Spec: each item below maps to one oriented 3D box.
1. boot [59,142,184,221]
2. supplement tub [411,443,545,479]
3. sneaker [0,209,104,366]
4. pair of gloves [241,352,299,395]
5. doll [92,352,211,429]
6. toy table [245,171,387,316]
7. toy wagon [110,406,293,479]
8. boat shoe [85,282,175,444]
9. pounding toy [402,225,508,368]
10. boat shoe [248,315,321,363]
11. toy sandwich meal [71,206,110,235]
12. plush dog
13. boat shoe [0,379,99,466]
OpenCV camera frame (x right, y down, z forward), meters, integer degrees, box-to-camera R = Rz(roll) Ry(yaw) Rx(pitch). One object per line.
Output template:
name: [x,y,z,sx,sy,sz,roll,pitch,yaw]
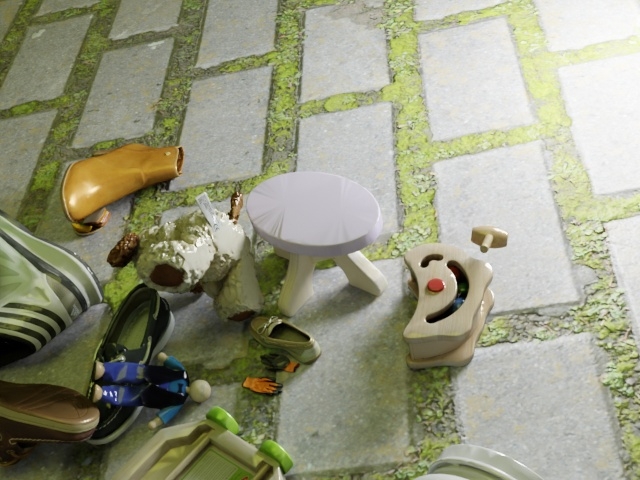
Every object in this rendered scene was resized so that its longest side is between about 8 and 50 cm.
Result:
boot: [-0.404,-0.135,1.965,0.211,0.104,0.295,-4,27,10]
supplement tub: [0.144,0.418,1.081,0.228,0.228,0.316,17,51,34]
sneaker: [-0.652,0.086,1.786,0.447,0.169,0.257,20,52,33]
pair of gloves: [-0.083,0.220,1.550,0.074,0.010,0.083,11,48,30]
doll: [-0.272,0.243,1.523,0.189,0.046,0.129,6,67,-16]
toy table: [0.000,0.000,1.651,0.252,0.161,0.274,-36,43,-20]
toy wagon: [-0.156,0.394,1.342,0.344,0.068,0.267,23,55,37]
boat shoe: [-0.342,0.203,1.601,0.114,0.091,0.302,-4,43,16]
pounding toy: [0.196,0.062,1.513,0.154,0.155,0.269,10,48,23]
boat shoe: [-0.064,0.158,1.584,0.153,0.048,0.056,26,57,39]
toy sandwich meal: [-0.486,-0.043,1.976,0.085,0.029,0.085,-10,41,9]
plush dog: [-0.238,0.022,1.641,0.225,0.262,0.210,-8,63,37]
boat shoe: [-0.502,0.307,1.538,0.342,0.123,0.123,2,9,25]
